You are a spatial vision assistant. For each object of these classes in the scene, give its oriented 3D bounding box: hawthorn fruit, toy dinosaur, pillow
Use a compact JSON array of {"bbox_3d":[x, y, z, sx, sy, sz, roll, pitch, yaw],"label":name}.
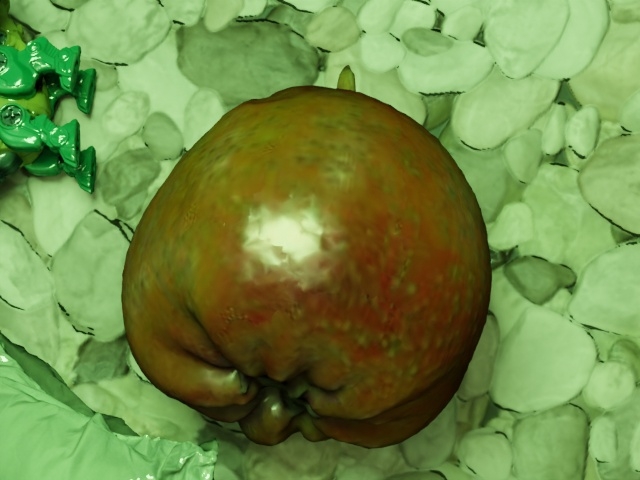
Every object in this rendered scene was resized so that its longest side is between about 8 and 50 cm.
[{"bbox_3d":[0.000,0.000,1.073,0.277,0.277,0.298,8,65,4],"label":"hawthorn fruit"},{"bbox_3d":[-0.255,-0.131,1.178,0.153,0.094,0.259,6,74,5],"label":"toy dinosaur"},{"bbox_3d":[-0.241,0.240,1.087,0.283,0.138,0.310,19,77,29],"label":"pillow"}]
